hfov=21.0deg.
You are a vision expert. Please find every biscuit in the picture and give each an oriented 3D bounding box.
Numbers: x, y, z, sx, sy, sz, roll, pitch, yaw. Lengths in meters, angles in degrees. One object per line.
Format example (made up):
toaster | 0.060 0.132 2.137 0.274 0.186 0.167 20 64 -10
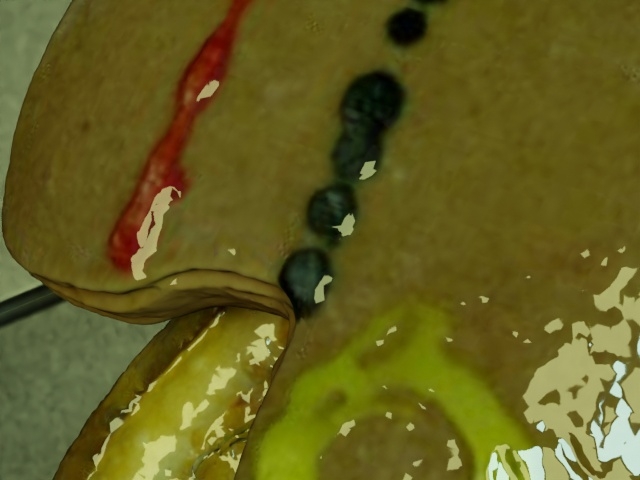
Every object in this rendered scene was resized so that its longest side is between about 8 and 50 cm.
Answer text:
biscuit | 0.000 -0.001 0.575 0.277 0.052 0.262 30 84 24

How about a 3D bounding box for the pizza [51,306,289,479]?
pizza | 0.002 0.138 0.623 0.251 0.074 0.288 -26 79 15
